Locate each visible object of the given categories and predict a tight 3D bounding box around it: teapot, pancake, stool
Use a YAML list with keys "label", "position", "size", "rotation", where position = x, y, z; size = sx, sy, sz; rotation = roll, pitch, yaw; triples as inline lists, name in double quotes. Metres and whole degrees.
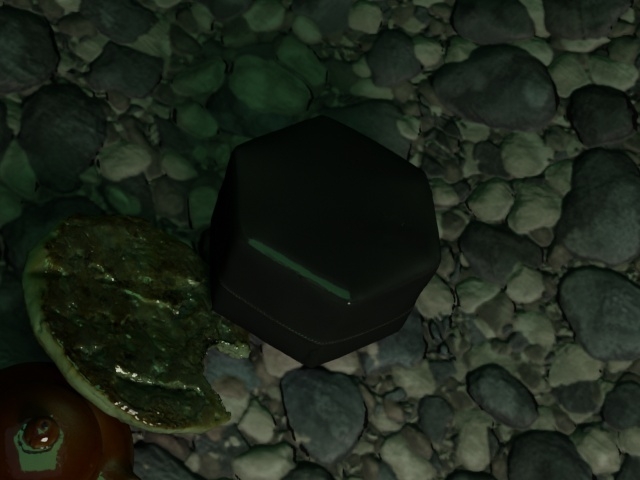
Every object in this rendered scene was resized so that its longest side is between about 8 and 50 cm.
- label: "teapot"
  position: [-0.274, 0.179, 1.300]
  size: [0.252, 0.135, 0.178]
  rotation: [27, 59, -2]
- label: "pancake"
  position: [-0.175, 0.075, 1.373]
  size: [0.253, 0.037, 0.254]
  rotation: [24, 41, -23]
- label: "stool"
  position: [0.000, 0.000, 1.426]
  size: [0.232, 0.141, 0.232]
  rotation: [9, 52, -12]
